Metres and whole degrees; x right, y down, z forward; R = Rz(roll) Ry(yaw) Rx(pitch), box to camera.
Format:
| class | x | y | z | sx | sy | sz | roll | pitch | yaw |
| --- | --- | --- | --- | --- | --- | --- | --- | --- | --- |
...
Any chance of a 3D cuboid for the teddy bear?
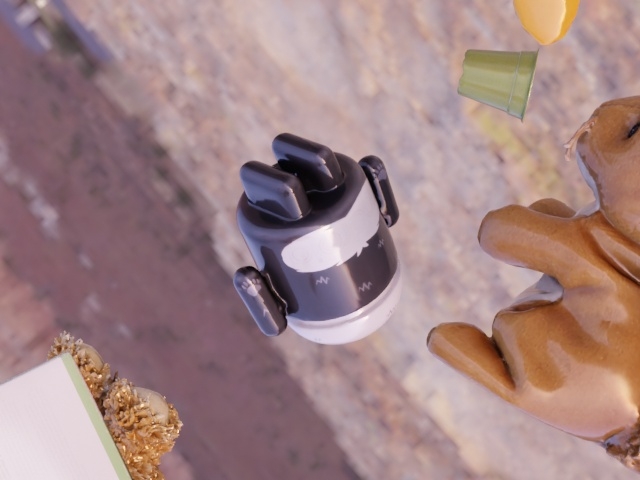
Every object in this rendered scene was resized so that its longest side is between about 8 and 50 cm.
| class | x | y | z | sx | sy | sz | roll | pitch | yaw |
| --- | --- | --- | --- | --- | --- | --- | --- | --- | --- |
| teddy bear | -0.240 | 0.254 | 1.804 | 0.245 | 0.113 | 0.338 | 42 | 132 | 11 |

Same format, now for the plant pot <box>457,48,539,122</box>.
| class | x | y | z | sx | sy | sz | roll | pitch | yaw |
| --- | --- | --- | --- | --- | --- | --- | --- | --- | --- |
| plant pot | 0.193 | -0.177 | 1.931 | 0.079 | 0.083 | 0.083 | 12 | 158 | 5 |

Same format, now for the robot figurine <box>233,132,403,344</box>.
| class | x | y | z | sx | sy | sz | roll | pitch | yaw |
| --- | --- | --- | --- | --- | --- | --- | --- | --- | --- |
| robot figurine | -0.003 | 0.001 | 2.178 | 0.173 | 0.209 | 0.278 | -98 | -13 | -52 |

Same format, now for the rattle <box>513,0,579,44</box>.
| class | x | y | z | sx | sy | sz | roll | pitch | yaw |
| --- | --- | --- | --- | --- | --- | --- | --- | --- | --- |
| rattle | 0.177 | -0.279 | 1.507 | 0.199 | 0.130 | 0.142 | 45 | 156 | 53 |

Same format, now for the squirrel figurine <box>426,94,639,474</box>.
| class | x | y | z | sx | sy | sz | roll | pitch | yaw |
| --- | --- | --- | --- | --- | --- | --- | --- | --- | --- |
| squirrel figurine | 0.367 | 0.046 | 1.878 | 0.397 | 0.370 | 0.281 | 33 | -172 | 31 |

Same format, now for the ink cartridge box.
| class | x | y | z | sx | sy | sz | roll | pitch | yaw |
| --- | --- | --- | --- | --- | --- | --- | --- | --- | --- |
| ink cartridge box | -0.293 | 0.226 | 1.574 | 0.171 | 0.235 | 0.056 | 64 | 171 | 4 |
